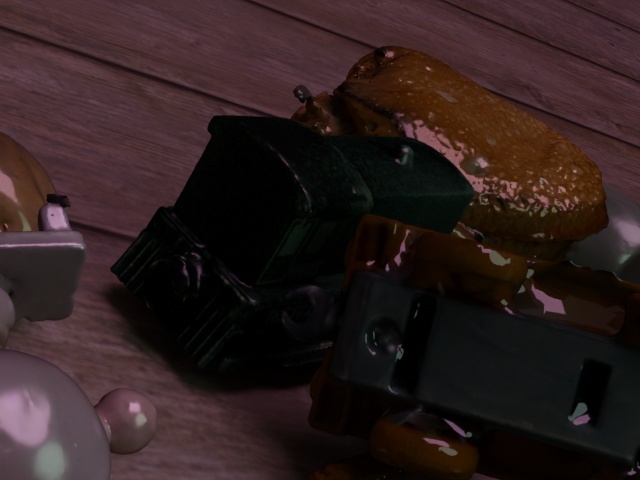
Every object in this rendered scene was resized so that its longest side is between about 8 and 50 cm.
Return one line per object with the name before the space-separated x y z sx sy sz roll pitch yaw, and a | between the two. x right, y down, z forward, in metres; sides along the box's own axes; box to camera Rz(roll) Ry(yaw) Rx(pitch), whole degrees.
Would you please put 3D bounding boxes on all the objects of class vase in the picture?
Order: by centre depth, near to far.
vase | 0.255 -0.016 1.650 0.128 0.128 0.248 9 23 -43

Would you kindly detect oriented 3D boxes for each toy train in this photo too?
toy train | 0.153 0.093 1.079 0.369 0.163 0.231 15 2 16
toy train | 0.000 0.000 1.215 0.138 0.178 0.330 43 26 27

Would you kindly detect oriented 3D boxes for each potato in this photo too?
potato | -0.232 -0.019 1.062 0.112 0.112 0.147 -3 48 -54

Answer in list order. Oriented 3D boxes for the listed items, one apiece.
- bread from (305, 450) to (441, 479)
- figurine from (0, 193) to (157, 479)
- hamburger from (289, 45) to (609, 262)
bread | 0.039 0.170 1.085 0.052 0.044 0.157 35 22 25
figurine | -0.182 0.090 0.853 0.182 0.144 0.257 18 29 -36
hamburger | 0.113 -0.061 1.490 0.314 0.170 0.290 31 20 1
